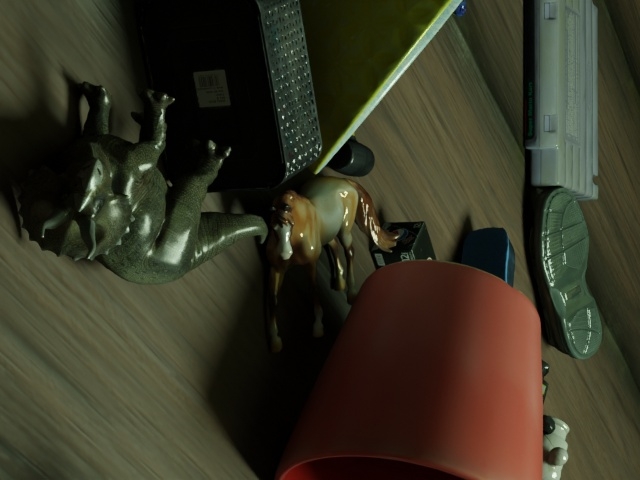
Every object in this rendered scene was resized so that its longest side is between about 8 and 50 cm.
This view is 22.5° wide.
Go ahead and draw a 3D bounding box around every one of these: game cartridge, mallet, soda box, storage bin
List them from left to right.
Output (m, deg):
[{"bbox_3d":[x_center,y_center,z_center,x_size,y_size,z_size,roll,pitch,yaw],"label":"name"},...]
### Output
[{"bbox_3d":[-0.080,-0.140,1.445,0.084,0.122,0.180,-39,123,-59],"label":"storage bin"},{"bbox_3d":[0.034,-0.162,1.793,0.062,0.039,0.189,27,61,-60],"label":"mallet"},{"bbox_3d":[0.114,0.059,1.920,0.060,0.053,0.169,-63,143,-46],"label":"soda box"},{"bbox_3d":[0.373,-0.247,2.486,0.230,0.068,0.355,10,80,-60],"label":"game cartridge"}]

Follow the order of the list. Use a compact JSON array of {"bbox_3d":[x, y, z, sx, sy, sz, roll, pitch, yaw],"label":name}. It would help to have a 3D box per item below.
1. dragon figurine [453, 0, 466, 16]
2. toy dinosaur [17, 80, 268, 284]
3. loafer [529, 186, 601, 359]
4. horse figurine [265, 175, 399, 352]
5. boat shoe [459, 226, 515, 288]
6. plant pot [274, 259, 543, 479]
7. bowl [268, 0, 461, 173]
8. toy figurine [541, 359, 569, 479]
[{"bbox_3d":[0.101,-0.390,1.817,0.085,0.144,0.289,-59,140,-49],"label":"dragon figurine"},{"bbox_3d":[-0.153,-0.031,1.333,0.313,0.121,0.160,42,63,-62],"label":"toy dinosaur"},{"bbox_3d":[0.351,0.050,2.420,0.096,0.084,0.267,-20,105,-31],"label":"loafer"},{"bbox_3d":[0.000,0.000,1.675,0.263,0.066,0.174,-38,128,-57],"label":"horse figurine"},{"bbox_3d":[0.218,0.094,2.082,0.258,0.109,0.089,-64,147,-41],"label":"boat shoe"},{"bbox_3d":[0.109,0.170,1.646,0.275,0.275,0.243,55,41,-49],"label":"plant pot"},{"bbox_3d":[0.028,-0.225,1.602,0.156,0.289,0.289,40,35,0],"label":"bowl"},{"bbox_3d":[0.174,0.233,1.855,0.209,0.213,0.148,66,35,-44],"label":"toy figurine"}]
